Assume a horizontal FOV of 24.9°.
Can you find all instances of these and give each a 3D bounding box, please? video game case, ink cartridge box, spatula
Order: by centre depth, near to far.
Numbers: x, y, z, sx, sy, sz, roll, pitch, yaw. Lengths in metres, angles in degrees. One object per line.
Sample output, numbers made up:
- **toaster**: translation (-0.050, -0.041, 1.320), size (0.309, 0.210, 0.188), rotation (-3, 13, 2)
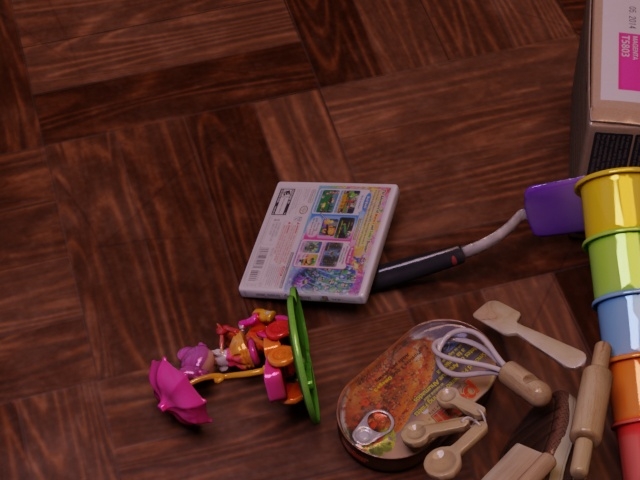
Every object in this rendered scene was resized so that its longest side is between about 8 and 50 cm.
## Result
- **spatula**: translation (0.170, 0.000, 1.544), size (0.296, 0.084, 0.030), rotation (-21, 44, 0)
- **video game case**: translation (0.000, 0.000, 1.568), size (0.143, 0.019, 0.157), rotation (2, 51, 21)
- **ink cartridge box**: translation (0.326, -0.147, 1.595), size (0.088, 0.193, 0.235), rotation (6, 53, 5)

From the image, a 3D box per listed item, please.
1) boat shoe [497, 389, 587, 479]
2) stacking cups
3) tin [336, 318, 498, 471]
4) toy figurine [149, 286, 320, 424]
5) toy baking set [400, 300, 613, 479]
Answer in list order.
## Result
- **boat shoe**: translation (0.213, 0.260, 1.363), size (0.095, 0.095, 0.257), rotation (39, 48, -13)
- **stacking cups**: translation (0.309, 0.091, 1.438), size (0.096, 0.096, 0.316), rotation (-1, 74, -1)
- **tin**: translation (0.098, 0.156, 1.460), size (0.189, 0.040, 0.106), rotation (-38, 57, -26)
- **toy figurine**: translation (-0.092, 0.122, 1.451), size (0.159, 0.130, 0.173), rotation (-12, 31, 3)
- **toy baking set**: translation (0.183, 0.142, 1.390), size (0.196, 0.030, 0.256), rotation (2, 43, 26)
